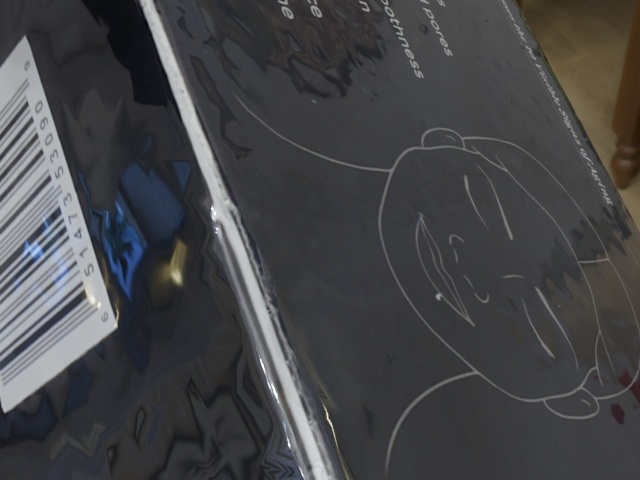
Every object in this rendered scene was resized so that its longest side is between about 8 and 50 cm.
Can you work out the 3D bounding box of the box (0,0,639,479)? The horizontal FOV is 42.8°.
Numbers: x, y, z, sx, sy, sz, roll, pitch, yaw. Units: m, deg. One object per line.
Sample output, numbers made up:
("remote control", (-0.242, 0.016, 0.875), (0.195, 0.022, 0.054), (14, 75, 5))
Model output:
("box", (0.000, 0.000, 0.590), (0.471, 0.297, 0.480), (-1, 63, -49))
